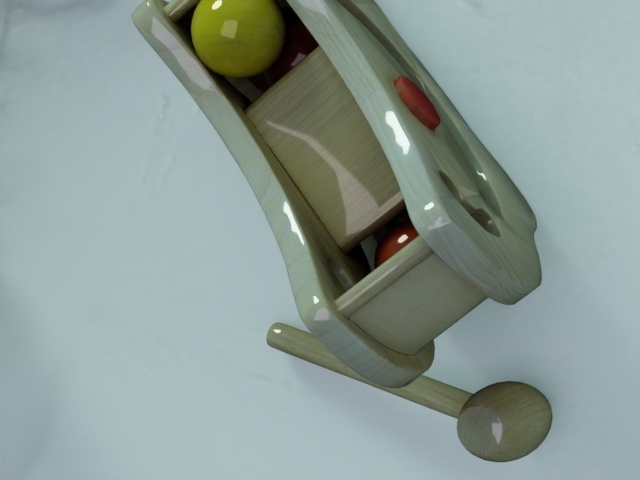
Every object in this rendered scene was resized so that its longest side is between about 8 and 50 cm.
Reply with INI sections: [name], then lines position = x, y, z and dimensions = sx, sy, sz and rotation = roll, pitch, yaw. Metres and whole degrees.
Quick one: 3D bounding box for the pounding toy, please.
[pounding toy]
position = 0.000, 0.000, 0.746
dimensions = 0.155, 0.154, 0.269
rotation = -39, 83, 18
